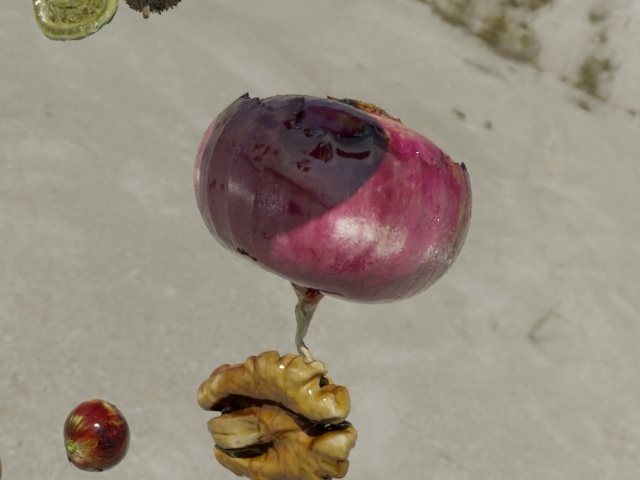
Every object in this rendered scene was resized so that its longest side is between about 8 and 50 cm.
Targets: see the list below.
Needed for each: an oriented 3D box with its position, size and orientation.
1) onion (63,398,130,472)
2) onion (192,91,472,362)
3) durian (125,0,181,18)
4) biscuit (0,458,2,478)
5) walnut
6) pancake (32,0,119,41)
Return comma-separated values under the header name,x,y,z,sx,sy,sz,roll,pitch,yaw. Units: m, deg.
name,x,y,z,sx,sy,sz,roll,pitch,yaw
onion,-0.352,0.310,1.962,0.118,0.118,0.117,-96,160,-79
onion,0.001,-0.039,1.560,0.358,0.345,0.358,33,-13,8
durian,-0.154,-0.235,1.096,0.080,0.091,0.080,-2,-19,-1
biscuit,-0.438,0.208,0.964,0.216,0.339,0.047,46,-23,20
walnut,-0.036,0.166,1.169,0.170,0.143,0.069,-4,16,36
pancake,-0.263,-0.258,1.310,0.108,0.108,0.017,29,1,22
